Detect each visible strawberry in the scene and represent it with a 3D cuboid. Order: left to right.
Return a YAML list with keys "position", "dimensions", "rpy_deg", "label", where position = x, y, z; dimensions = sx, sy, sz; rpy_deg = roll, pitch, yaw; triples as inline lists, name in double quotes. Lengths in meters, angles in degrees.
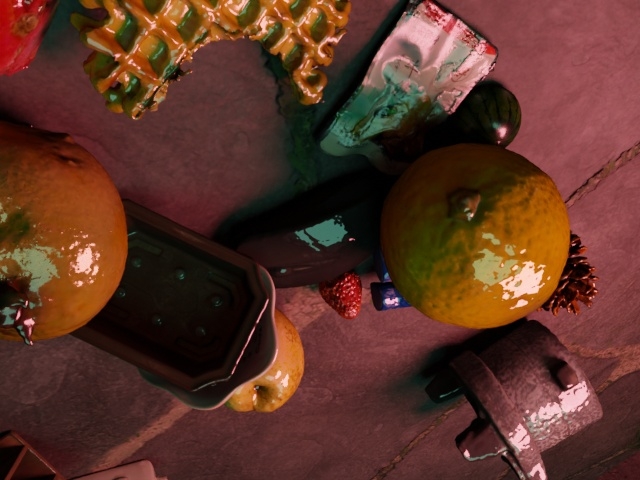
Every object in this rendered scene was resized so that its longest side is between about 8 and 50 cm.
- position: [0.039, 0.087, 1.003]
  dimensions: [0.073, 0.083, 0.073]
  rpy_deg: [-20, 144, -16]
  label: "strawberry"

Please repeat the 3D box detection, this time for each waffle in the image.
- position: [-0.087, -0.237, 0.598]
  dimensions: [0.293, 0.069, 0.260]
  rpy_deg: [-15, 137, -27]
  label: "waffle"

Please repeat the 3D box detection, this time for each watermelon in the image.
- position: [0.233, -0.157, 0.856]
  dimensions: [0.105, 0.062, 0.105]
  rpy_deg: [-9, 134, -9]
  label: "watermelon"

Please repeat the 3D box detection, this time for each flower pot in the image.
- position: [-0.199, 0.070, 0.788]
  dimensions: [0.251, 0.084, 0.179]
  rpy_deg: [26, 82, 1]
  label: "flower pot"
- position: [0.395, 0.345, 1.263]
  dimensions: [0.283, 0.299, 0.299]
  rpy_deg: [-30, 138, 0]
  label: "flower pot"

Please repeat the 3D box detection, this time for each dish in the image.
- position: [-0.150, 0.121, 0.877]
  dimensions: [0.229, 0.229, 0.081]
  rpy_deg: [-31, 163, 7]
  label: "dish"

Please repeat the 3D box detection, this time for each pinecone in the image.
- position: [0.398, 0.054, 1.073]
  dimensions: [0.173, 0.173, 0.173]
  rpy_deg: [-13, 137, -12]
  label: "pinecone"

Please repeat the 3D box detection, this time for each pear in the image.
- position: [-0.107, 0.187, 0.973]
  dimensions: [0.178, 0.178, 0.178]
  rpy_deg: [-13, 137, -12]
  label: "pear"

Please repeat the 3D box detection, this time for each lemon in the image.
- position: [0.201, -0.005, 0.820]
  dimensions: [0.267, 0.267, 0.267]
  rpy_deg: [-13, 137, -12]
  label: "lemon"

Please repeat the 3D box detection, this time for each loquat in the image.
- position: [-0.315, -0.004, 0.632]
  dimensions: [0.244, 0.244, 0.244]
  rpy_deg: [-13, 137, -12]
  label: "loquat"

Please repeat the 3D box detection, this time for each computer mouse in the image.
- position: [0.000, 0.000, 0.893]
  dimensions: [0.269, 0.086, 0.137]
  rpy_deg: [-25, 137, 3]
  label: "computer mouse"

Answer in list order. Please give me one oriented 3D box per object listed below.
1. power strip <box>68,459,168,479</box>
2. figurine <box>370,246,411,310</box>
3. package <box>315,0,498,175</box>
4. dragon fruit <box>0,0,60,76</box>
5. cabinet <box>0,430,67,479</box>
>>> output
- position: [-0.486, 0.511, 1.182]
  dimensions: [0.385, 0.091, 0.062]
  rpy_deg: [-12, 134, -14]
  label: "power strip"
- position: [0.208, 0.046, 1.007]
  dimensions: [0.262, 0.121, 0.164]
  rpy_deg: [-22, 134, -6]
  label: "figurine"
- position: [0.111, -0.180, 0.796]
  dimensions: [0.166, 0.040, 0.232]
  rpy_deg: [21, 121, -36]
  label: "package"
- position: [-0.300, -0.201, 0.521]
  dimensions: [0.274, 0.126, 0.161]
  rpy_deg: [-41, 135, 18]
  label: "dragon fruit"
- position: [-0.505, 0.462, 1.004]
  dimensions: [0.148, 0.175, 0.215]
  rpy_deg: [-33, 109, 10]
  label: "cabinet"
